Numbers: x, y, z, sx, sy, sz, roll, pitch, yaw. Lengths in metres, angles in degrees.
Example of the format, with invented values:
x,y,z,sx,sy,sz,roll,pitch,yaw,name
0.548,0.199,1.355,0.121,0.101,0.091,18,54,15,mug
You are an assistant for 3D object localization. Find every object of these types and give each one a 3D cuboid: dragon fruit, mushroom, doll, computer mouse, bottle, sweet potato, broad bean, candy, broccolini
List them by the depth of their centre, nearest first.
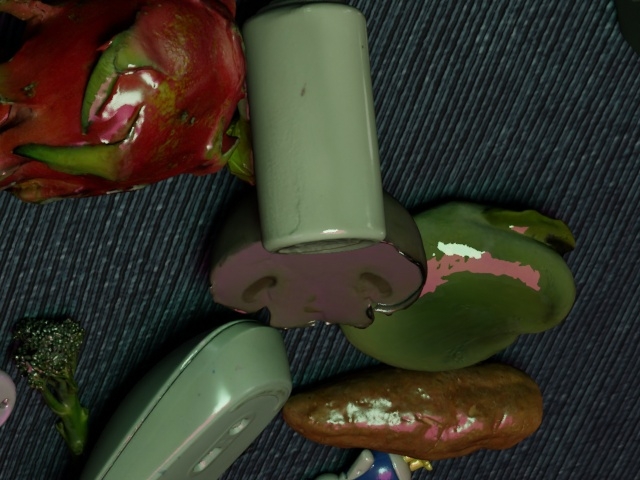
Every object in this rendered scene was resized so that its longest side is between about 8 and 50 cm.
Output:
x,y,z,sx,sy,sz,roll,pitch,yaw,name
-0.184,-0.116,1.532,0.269,0.200,0.198,-19,105,16,dragon fruit
-0.008,-0.115,1.578,0.104,0.104,0.245,-2,83,-20,bottle
-0.067,-0.135,1.632,0.058,0.062,0.194,-41,130,-45,candy
0.000,0.000,1.693,0.188,0.117,0.141,2,155,5,mushroom
-0.225,0.161,1.754,0.067,0.058,0.216,-19,127,-13,broccolini
-0.143,0.178,1.763,0.288,0.097,0.159,-46,163,14,computer mouse
0.125,0.039,1.787,0.228,0.100,0.169,-29,120,1,broad bean
0.085,0.162,1.855,0.252,0.097,0.097,-3,122,-15,sweet potato
0.038,0.235,1.906,0.143,0.057,0.099,-23,147,0,doll

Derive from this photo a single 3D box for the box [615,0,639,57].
x,y,z,sx,sy,sz,roll,pitch,yaw,name
0.359,-0.233,1.667,0.243,0.163,0.135,-22,135,-8,box

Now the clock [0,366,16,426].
x,y,z,sx,sy,sz,roll,pitch,yaw,name
-0.416,0.177,1.594,0.322,0.113,0.295,19,104,-56,clock
